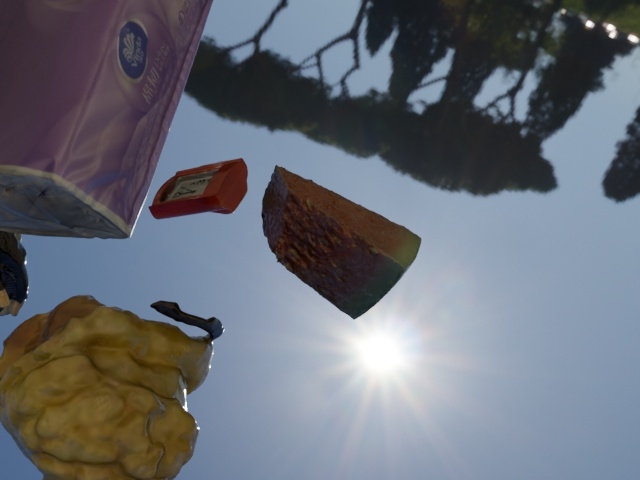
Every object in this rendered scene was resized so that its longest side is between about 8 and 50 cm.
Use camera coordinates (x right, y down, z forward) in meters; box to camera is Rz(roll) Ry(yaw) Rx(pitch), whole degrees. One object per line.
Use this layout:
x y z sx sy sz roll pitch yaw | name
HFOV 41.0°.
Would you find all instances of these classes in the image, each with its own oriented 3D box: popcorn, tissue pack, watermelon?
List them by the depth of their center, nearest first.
-0.281 -0.177 0.918 0.242 0.338 0.160 2 155 27 | tissue pack
-0.300 0.227 1.276 0.382 0.349 0.349 -37 -121 -23 | popcorn
0.000 0.000 1.327 0.257 0.193 0.140 41 -148 -3 | watermelon

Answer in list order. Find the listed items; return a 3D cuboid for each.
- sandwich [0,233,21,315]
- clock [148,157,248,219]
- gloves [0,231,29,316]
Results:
-0.709 0.075 1.921 0.163 0.114 0.079 65 -159 8 | sandwich
-0.208 -0.080 1.477 0.155 0.061 0.113 -6 -144 29 | clock
-0.601 0.060 1.638 0.106 0.180 0.129 -33 -146 -28 | gloves
